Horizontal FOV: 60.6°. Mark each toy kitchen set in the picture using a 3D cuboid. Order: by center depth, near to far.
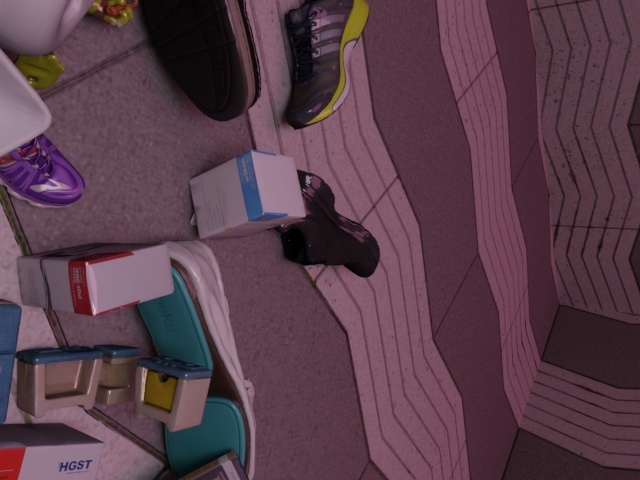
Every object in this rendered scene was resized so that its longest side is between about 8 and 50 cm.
[{"bbox_3d":[-0.243,0.130,0.564,0.207,0.166,0.122,9,86,-55],"label":"toy kitchen set"}]

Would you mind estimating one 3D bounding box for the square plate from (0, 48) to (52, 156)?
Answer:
[{"bbox_3d":[-0.370,-0.097,0.233,0.347,0.049,0.344,-33,145,-11],"label":"square plate"}]

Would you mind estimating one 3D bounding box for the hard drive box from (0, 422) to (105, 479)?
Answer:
[{"bbox_3d":[-0.335,0.302,0.521,0.181,0.089,0.231,23,74,-54],"label":"hard drive box"}]

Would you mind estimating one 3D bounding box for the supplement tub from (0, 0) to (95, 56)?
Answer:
[{"bbox_3d":[-0.265,-0.296,0.321,0.325,0.236,0.235,32,66,-25],"label":"supplement tub"}]

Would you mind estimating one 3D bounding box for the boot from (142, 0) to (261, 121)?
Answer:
[{"bbox_3d":[-0.105,-0.366,0.719,0.284,0.138,0.377,-34,107,-49],"label":"boot"}]

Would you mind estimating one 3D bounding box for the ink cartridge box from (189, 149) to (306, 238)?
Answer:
[{"bbox_3d":[-0.110,-0.058,0.768,0.092,0.143,0.089,-1,77,-55],"label":"ink cartridge box"}]

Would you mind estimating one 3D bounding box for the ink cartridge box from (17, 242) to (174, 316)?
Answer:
[{"bbox_3d":[-0.241,0.037,0.585,0.099,0.135,0.056,-16,104,-54],"label":"ink cartridge box"}]

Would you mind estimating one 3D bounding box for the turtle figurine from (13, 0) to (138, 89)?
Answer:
[{"bbox_3d":[-0.292,-0.267,0.515,0.269,0.087,0.217,45,40,-55],"label":"turtle figurine"}]

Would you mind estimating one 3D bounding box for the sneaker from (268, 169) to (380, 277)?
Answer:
[{"bbox_3d":[0.000,0.000,0.970,0.286,0.109,0.130,42,66,-38],"label":"sneaker"}]

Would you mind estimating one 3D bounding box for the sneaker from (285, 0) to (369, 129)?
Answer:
[{"bbox_3d":[-0.013,-0.321,0.915,0.121,0.111,0.299,32,62,-41],"label":"sneaker"}]

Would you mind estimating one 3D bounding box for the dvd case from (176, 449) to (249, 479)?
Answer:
[{"bbox_3d":[-0.184,0.382,0.705,0.222,0.018,0.164,-24,118,-15],"label":"dvd case"}]

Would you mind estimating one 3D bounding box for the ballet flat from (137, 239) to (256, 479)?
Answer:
[{"bbox_3d":[-0.150,0.182,0.754,0.139,0.139,0.399,-30,117,-50],"label":"ballet flat"}]

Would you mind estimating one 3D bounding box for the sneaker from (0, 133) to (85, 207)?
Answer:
[{"bbox_3d":[-0.299,-0.092,0.543,0.170,0.071,0.068,52,53,-45],"label":"sneaker"}]
